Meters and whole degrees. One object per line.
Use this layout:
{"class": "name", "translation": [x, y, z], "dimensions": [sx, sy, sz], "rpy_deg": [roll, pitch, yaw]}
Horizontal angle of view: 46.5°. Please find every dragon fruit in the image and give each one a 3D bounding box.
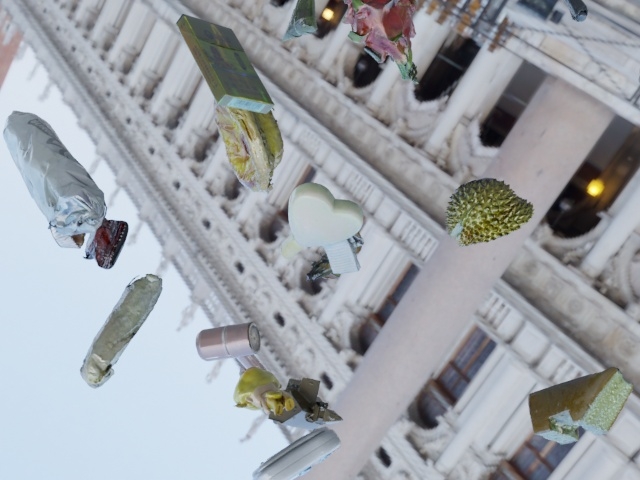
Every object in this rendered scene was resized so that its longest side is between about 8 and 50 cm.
{"class": "dragon fruit", "translation": [0.131, -0.412, 1.461], "dimensions": [0.137, 0.135, 0.235], "rpy_deg": [-24, -87, -60]}

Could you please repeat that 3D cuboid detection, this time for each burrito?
{"class": "burrito", "translation": [-0.549, 0.246, 2.043], "dimensions": [0.107, 0.347, 0.175], "rpy_deg": [31, 167, -16]}
{"class": "burrito", "translation": [-0.461, -0.104, 1.300], "dimensions": [0.101, 0.138, 0.445], "rpy_deg": [-17, -144, -28]}

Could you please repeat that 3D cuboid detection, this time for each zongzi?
{"class": "zongzi", "translation": [-0.072, -0.670, 2.176], "dimensions": [0.131, 0.154, 0.062], "rpy_deg": [-8, 174, 41]}

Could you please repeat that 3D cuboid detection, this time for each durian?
{"class": "durian", "translation": [0.413, -0.088, 1.827], "dimensions": [0.237, 0.194, 0.137], "rpy_deg": [-28, -79, -47]}

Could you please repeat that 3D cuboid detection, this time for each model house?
{"class": "model house", "translation": [-0.018, 0.561, 2.514], "dimensions": [0.248, 0.176, 0.181], "rpy_deg": [4, 165, 38]}

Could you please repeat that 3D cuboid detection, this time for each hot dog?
{"class": "hot dog", "translation": [-0.672, -0.080, 1.987], "dimensions": [0.075, 0.144, 0.268], "rpy_deg": [-16, -140, -2]}

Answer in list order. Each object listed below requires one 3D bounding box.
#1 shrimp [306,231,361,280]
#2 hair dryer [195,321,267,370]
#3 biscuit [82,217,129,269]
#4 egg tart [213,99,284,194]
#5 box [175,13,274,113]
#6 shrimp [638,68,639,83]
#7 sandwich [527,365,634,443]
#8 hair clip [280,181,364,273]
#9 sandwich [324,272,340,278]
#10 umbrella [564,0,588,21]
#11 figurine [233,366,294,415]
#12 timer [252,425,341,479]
{"class": "shrimp", "translation": [0.000, 0.000, 2.114], "dimensions": [0.198, 0.051, 0.262], "rpy_deg": [49, -127, 4]}
{"class": "hair dryer", "translation": [-0.256, 0.389, 2.437], "dimensions": [0.344, 0.190, 0.106], "rpy_deg": [62, -159, -49]}
{"class": "biscuit", "translation": [-0.631, -0.002, 2.153], "dimensions": [0.063, 0.151, 0.235], "rpy_deg": [21, 177, -33]}
{"class": "egg tart", "translation": [-0.170, -0.259, 1.870], "dimensions": [0.116, 0.294, 0.295], "rpy_deg": [-23, -135, -21]}
{"class": "box", "translation": [-0.169, -0.313, 1.323], "dimensions": [0.121, 0.030, 0.193], "rpy_deg": [0, -125, -51]}
{"class": "shrimp", "translation": [0.753, -0.224, 1.423], "dimensions": [0.247, 0.085, 0.360], "rpy_deg": [-18, -121, -36]}
{"class": "sandwich", "translation": [0.646, 0.409, 1.833], "dimensions": [0.122, 0.236, 0.128], "rpy_deg": [32, -137, -30]}
{"class": "hair clip", "translation": [0.002, -0.016, 1.226], "dimensions": [0.218, 0.159, 0.071], "rpy_deg": [57, -157, -51]}
{"class": "sandwich", "translation": [0.022, 0.103, 2.394], "dimensions": [0.083, 0.044, 0.030], "rpy_deg": [30, -138, -16]}
{"class": "umbrella", "translation": [0.553, -0.529, 1.632], "dimensions": [0.031, 0.036, 0.133], "rpy_deg": [-4, -125, -11]}
{"class": "figurine", "translation": [-0.164, 0.429, 2.095], "dimensions": [0.156, 0.131, 0.246], "rpy_deg": [-21, -164, -33]}
{"class": "timer", "translation": [-0.071, 0.599, 2.025], "dimensions": [0.087, 0.262, 0.237], "rpy_deg": [57, 166, 13]}
